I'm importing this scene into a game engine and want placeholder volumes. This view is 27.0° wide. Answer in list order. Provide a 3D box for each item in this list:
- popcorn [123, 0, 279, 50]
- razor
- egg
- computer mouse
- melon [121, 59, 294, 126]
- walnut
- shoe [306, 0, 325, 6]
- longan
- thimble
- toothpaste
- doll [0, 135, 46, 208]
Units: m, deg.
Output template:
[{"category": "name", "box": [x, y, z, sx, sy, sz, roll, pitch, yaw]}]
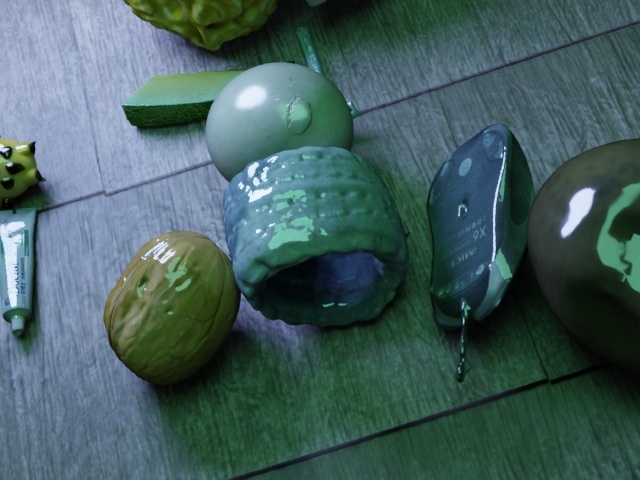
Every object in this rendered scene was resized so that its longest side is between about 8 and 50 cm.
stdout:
[{"category": "popcorn", "box": [-0.176, -0.422, 2.001, 0.270, 0.224, 0.258, -28, 51, -11]}, {"category": "razor", "box": [-0.002, -0.238, 1.961, 0.084, 0.036, 0.211, -29, 49, 17]}, {"category": "egg", "box": [-0.058, -0.147, 1.806, 0.186, 0.186, 0.253, -50, 19, -19]}, {"category": "computer mouse", "box": [0.208, 0.017, 1.693, 0.090, 0.167, 0.379, 25, 56, -24]}, {"category": "melon", "box": [-0.163, -0.226, 1.990, 0.262, 0.053, 0.114, -12, 38, 0]}, {"category": "walnut", "box": [-0.188, 0.085, 1.712, 0.165, 0.165, 0.197, 33, 88, 28]}, {"category": "shoe", "box": [0.006, -0.509, 1.937, 0.159, 0.124, 0.316, -13, 93, 13]}, {"category": "longan", "box": [0.406, 0.022, 1.561, 0.350, 0.288, 0.288, 28, 68, 35]}, {"category": "thimble", "box": [0.000, 0.000, 1.698, 0.205, 0.250, 0.172, -44, 48, 39]}, {"category": "toothpaste", "box": [-0.428, 0.039, 1.873, 0.064, 0.041, 0.218, -7, 54, -5]}, {"category": "doll", "box": [-0.547, -0.086, 1.949, 0.291, 0.086, 0.117, -12, 86, 6]}]
